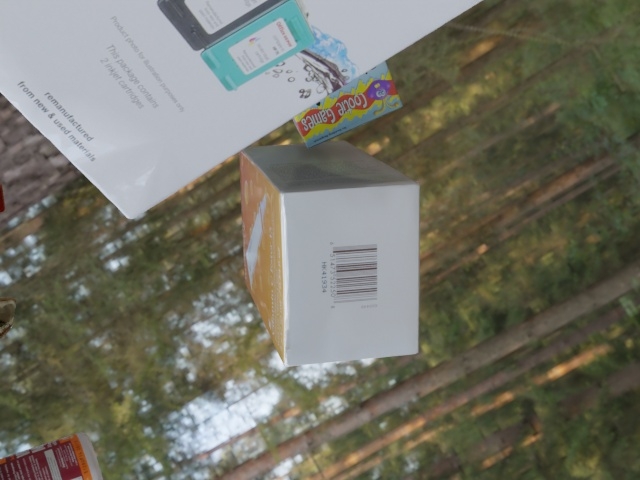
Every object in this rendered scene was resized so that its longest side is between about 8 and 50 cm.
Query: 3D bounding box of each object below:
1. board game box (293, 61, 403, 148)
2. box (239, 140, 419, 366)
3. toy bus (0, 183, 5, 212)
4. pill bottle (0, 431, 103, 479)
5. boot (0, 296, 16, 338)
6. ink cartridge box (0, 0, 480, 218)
[{"bbox_3d":[-0.017,-0.287,1.230,0.144,0.142,0.275,-113,-2,-63],"label":"board game box"},{"bbox_3d":[0.000,0.000,1.227,0.345,0.168,0.215,-132,39,-72],"label":"box"},{"bbox_3d":[-0.397,-0.064,0.930,0.202,0.104,0.191,-99,5,-49],"label":"toy bus"},{"bbox_3d":[-0.433,0.370,1.351,0.121,0.221,0.121,49,147,47],"label":"pill bottle"},{"bbox_3d":[-0.664,0.137,1.679,0.236,0.270,0.089,-64,-39,-59],"label":"boot"},{"bbox_3d":[-0.073,-0.194,0.546,0.198,0.270,0.197,60,-177,35],"label":"ink cartridge box"}]
